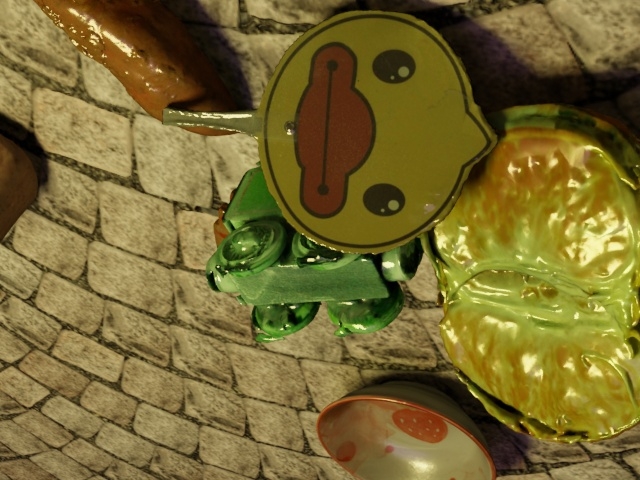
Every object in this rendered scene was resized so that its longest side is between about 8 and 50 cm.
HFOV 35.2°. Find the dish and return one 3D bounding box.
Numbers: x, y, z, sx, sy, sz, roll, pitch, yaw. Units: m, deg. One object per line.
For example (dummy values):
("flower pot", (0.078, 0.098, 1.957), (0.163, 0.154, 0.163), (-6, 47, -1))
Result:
("dish", (0.130, 0.268, 1.428), (0.260, 0.085, 0.260), (15, 141, 13))

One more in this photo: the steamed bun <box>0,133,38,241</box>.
("steamed bun", (-0.532, -0.053, 1.264), (0.301, 0.251, 0.199), (26, 153, 2))

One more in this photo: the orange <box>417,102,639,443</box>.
("orange", (0.228, 0.022, 0.986), (0.262, 0.196, 0.334), (-7, 116, 32))

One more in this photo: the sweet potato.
("sweet potato", (-0.197, -0.212, 1.011), (0.095, 0.106, 0.354), (-43, 114, 13))

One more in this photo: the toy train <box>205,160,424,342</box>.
("toy train", (0.000, 0.000, 1.089), (0.243, 0.188, 0.132), (-4, 134, 30))

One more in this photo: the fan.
("fan", (0.001, -0.104, 0.958), (0.335, 0.011, 0.229), (6, 97, 18))

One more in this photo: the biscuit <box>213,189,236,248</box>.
("biscuit", (-0.087, -0.009, 1.259), (0.119, 0.019, 0.130), (40, 139, -21))
